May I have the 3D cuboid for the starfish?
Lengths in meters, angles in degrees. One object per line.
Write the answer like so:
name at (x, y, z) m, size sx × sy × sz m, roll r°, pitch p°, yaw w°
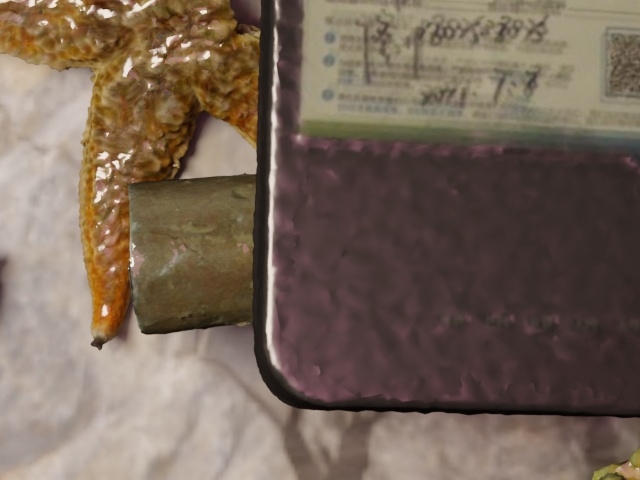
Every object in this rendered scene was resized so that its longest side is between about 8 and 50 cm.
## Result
starfish at (-0.098, -0.091, 0.807) m, size 0.138 × 0.050 × 0.247 m, roll -29°, pitch 104°, yaw 1°

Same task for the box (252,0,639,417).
box at (0.149, -0.033, 0.746) m, size 0.350 × 0.058 × 0.211 m, roll 3°, pitch 82°, yaw -4°

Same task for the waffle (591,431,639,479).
waffle at (0.199, 0.159, 0.790) m, size 0.214 × 0.054 × 0.208 m, roll -32°, pitch 88°, yaw 0°

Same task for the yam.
yam at (0.000, 0.000, 0.792) m, size 0.169 × 0.068 × 0.068 m, roll -4°, pitch 92°, yaw -11°
